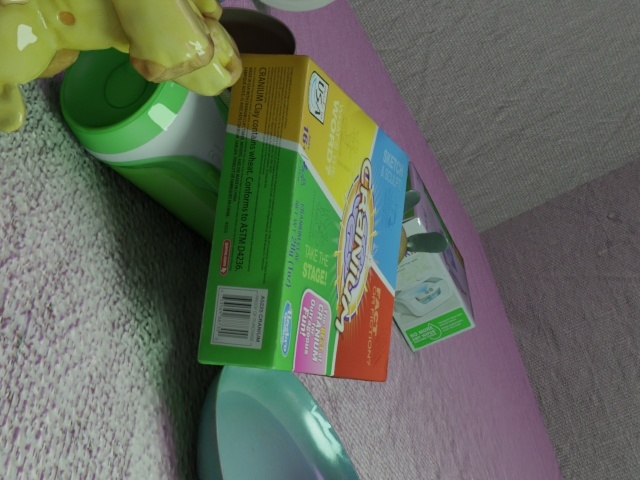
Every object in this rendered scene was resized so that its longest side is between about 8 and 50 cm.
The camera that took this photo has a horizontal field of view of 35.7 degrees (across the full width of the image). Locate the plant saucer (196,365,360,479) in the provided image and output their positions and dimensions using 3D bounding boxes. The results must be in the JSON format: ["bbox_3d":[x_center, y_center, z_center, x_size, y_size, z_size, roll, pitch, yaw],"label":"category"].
[{"bbox_3d":[-0.018,0.243,0.824,0.318,0.043,0.318,58,14,-23],"label":"plant saucer"}]

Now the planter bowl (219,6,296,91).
[{"bbox_3d":[-0.104,-0.159,1.052,0.162,0.162,0.109,-102,-172,-46],"label":"planter bowl"}]

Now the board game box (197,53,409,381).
[{"bbox_3d":[0.000,0.000,0.886,0.316,0.064,0.242,25,70,-69],"label":"board game box"}]

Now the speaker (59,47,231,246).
[{"bbox_3d":[-0.104,-0.073,0.907,0.296,0.131,0.131,44,23,-56],"label":"speaker"}]

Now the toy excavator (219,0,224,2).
[{"bbox_3d":[-0.041,-0.324,0.842,0.433,0.445,0.222,-95,169,-55],"label":"toy excavator"}]

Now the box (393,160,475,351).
[{"bbox_3d":[0.158,0.022,1.741,0.231,0.126,0.262,61,14,-20],"label":"box"}]

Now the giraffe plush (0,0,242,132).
[{"bbox_3d":[-0.179,-0.162,0.690,0.210,0.170,0.181,39,26,-63],"label":"giraffe plush"}]

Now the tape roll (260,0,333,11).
[{"bbox_3d":[-0.045,-0.559,1.786,0.246,0.246,0.169,54,16,-36],"label":"tape roll"}]

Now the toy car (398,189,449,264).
[{"bbox_3d":[0.057,0.018,1.213,0.155,0.188,0.149,54,16,-34],"label":"toy car"}]
